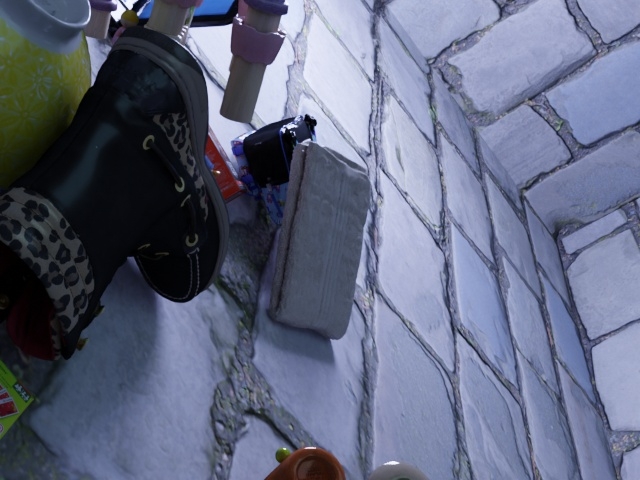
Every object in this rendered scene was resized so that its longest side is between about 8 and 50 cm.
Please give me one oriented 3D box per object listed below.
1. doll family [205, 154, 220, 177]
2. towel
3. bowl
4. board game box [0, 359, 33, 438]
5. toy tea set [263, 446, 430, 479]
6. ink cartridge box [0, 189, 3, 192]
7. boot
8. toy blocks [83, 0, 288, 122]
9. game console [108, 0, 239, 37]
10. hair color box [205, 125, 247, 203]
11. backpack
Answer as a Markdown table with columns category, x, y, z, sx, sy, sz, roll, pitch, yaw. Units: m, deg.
| category | x | y | z | sx | sy | sz | roll | pitch | yaw |
| --- | --- | --- | --- | --- | --- | --- | --- | --- | --- |
| doll family | -0.205 | -0.131 | 1.296 | 0.163 | 0.118 | 0.263 | 55 | 22 | -12 |
| towel | 0.000 | 0.000 | 1.520 | 0.187 | 0.049 | 0.282 | 24 | 73 | -54 |
| bowl | -0.320 | -0.211 | 0.981 | 0.289 | 0.156 | 0.289 | 45 | 26 | -28 |
| board game box | -0.329 | 0.096 | 0.830 | 0.181 | 0.043 | 0.092 | 54 | 21 | -13 |
| toy tea set | 0.002 | 0.384 | 1.101 | 0.200 | 0.124 | 0.336 | 22 | 49 | -3 |
| ink cartridge box | -0.339 | -0.092 | 1.056 | 0.206 | 0.045 | 0.208 | 18 | 47 | -60 |
| boot | -0.218 | 0.004 | 1.028 | 0.138 | 0.377 | 0.284 | 23 | 53 | 13 |
| toy blocks | -0.187 | -0.336 | 1.253 | 0.309 | 0.260 | 0.288 | 14 | 23 | -9 |
| game console | -0.245 | -0.431 | 1.529 | 0.250 | 0.173 | 0.293 | 51 | 22 | -21 |
| hair color box | -0.163 | -0.124 | 1.461 | 0.141 | 0.043 | 0.072 | 59 | 4 | 0 |
| backpack | -0.055 | -0.100 | 1.591 | 0.158 | 0.117 | 0.173 | -51 | 126 | -67 |
